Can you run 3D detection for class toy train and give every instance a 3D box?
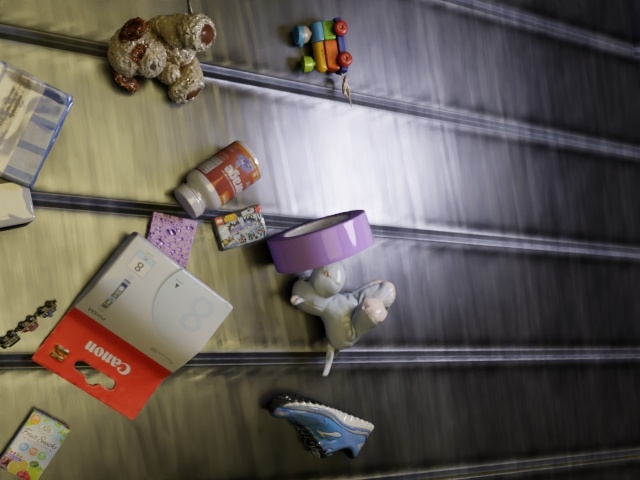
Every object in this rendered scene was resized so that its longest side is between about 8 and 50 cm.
[{"bbox_3d":[-0.685,0.198,1.532,0.158,0.027,0.036,-42,111,-20],"label":"toy train"},{"bbox_3d":[0.009,-0.495,1.839,0.143,0.105,0.248,-9,94,-16],"label":"toy train"}]

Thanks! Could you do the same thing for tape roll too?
[{"bbox_3d":[0.000,0.000,1.732,0.275,0.275,0.090,-21,99,-25],"label":"tape roll"}]

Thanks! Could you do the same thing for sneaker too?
[{"bbox_3d":[-0.003,0.530,1.816,0.330,0.130,0.147,27,76,-24],"label":"sneaker"}]

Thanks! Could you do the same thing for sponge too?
[{"bbox_3d":[-0.398,0.040,1.671,0.117,0.031,0.210,15,84,-25],"label":"sponge"}]

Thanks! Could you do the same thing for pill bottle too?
[{"bbox_3d":[-0.266,-0.155,1.686,0.216,0.121,0.121,-39,106,-21],"label":"pill bottle"}]

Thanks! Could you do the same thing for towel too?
[{"bbox_3d":[-0.627,-0.244,1.192,0.285,0.034,0.209,26,78,-25],"label":"towel"}]

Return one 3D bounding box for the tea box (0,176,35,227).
[{"bbox_3d":[-0.739,-0.171,1.336,0.220,0.329,0.323,-12,94,-26],"label":"tea box"}]

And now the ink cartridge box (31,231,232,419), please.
[{"bbox_3d":[-0.453,0.220,1.592,0.308,0.091,0.385,41,78,-23],"label":"ink cartridge box"}]

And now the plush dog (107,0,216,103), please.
[{"bbox_3d":[-0.407,-0.472,1.584,0.225,0.262,0.210,-21,66,-34],"label":"plush dog"}]

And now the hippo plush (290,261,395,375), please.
[{"bbox_3d":[0.042,0.165,1.827,0.236,0.234,0.294,41,115,-3],"label":"hippo plush"}]

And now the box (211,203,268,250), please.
[{"bbox_3d":[-0.218,-0.035,1.762,0.137,0.027,0.094,-20,98,-25],"label":"box"}]

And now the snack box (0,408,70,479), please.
[{"bbox_3d":[-0.675,0.484,1.532,0.100,0.037,0.141,38,74,-22],"label":"snack box"}]
